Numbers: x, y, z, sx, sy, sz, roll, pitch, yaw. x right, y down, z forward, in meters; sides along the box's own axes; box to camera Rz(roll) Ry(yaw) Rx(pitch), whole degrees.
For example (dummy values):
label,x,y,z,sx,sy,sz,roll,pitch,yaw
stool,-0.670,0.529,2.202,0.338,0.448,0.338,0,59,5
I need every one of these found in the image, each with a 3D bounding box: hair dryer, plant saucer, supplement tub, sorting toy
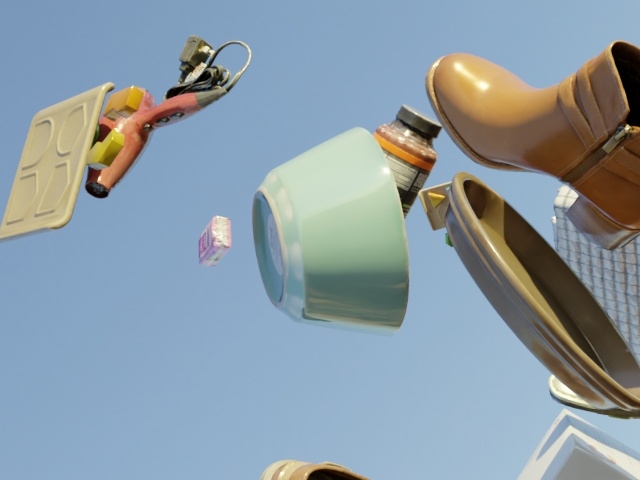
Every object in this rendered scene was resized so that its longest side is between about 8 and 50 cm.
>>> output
label,x,y,z,sx,sy,sz,roll,pitch,yaw
hair dryer,-0.236,-0.183,1.760,0.080,0.223,0.293,40,-94,-24
plant saucer,0.206,0.052,1.168,0.041,0.278,0.278,-40,-29,16
supplement tub,0.106,-0.100,1.868,0.106,0.106,0.198,13,-72,-56
sorting toy,0.162,-0.032,1.540,0.012,0.062,0.083,-73,-38,-63
sorting toy,-0.341,-0.107,1.716,0.041,0.307,0.229,29,-113,-33

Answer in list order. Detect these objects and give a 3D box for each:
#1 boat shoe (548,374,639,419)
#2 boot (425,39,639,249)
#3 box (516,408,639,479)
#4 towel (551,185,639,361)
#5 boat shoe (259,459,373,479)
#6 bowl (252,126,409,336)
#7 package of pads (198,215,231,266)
label,x,y,z,sx,sy,sz,roll,pitch,yaw
boat shoe,0.475,0.252,2.020,0.069,0.227,0.081,96,176,-52
boot,0.232,-0.123,1.200,0.109,0.283,0.220,-38,-13,-20
box,0.500,0.450,2.006,0.168,0.345,0.215,-59,-1,10
towel,0.447,0.045,1.723,0.121,0.235,0.284,-43,-50,-39
boat shoe,0.073,0.373,1.606,0.324,0.116,0.123,27,-120,-23
bowl,0.000,0.000,1.816,0.163,0.311,0.312,-10,-53,-14
package of pads,-0.159,0.002,1.885,0.031,0.050,0.083,7,-25,-20
